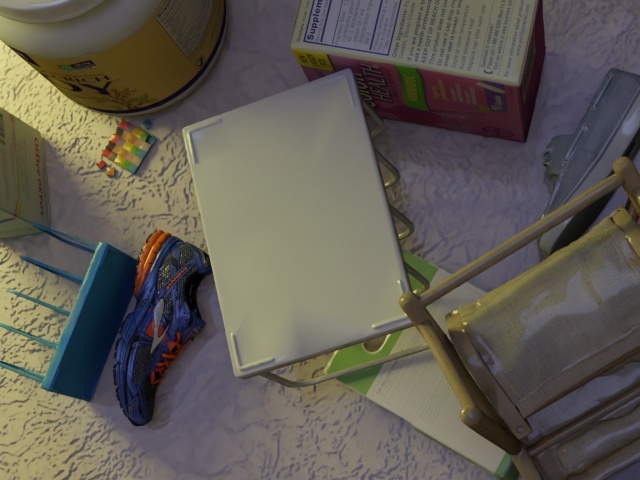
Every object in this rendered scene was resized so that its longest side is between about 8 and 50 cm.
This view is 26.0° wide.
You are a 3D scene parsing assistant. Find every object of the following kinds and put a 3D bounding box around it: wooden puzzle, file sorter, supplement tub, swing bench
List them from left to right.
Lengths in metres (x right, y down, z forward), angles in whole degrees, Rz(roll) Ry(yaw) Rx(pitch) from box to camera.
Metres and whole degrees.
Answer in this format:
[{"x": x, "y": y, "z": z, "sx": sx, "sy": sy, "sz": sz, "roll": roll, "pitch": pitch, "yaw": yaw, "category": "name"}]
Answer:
[{"x": -0.292, "y": 0.078, "z": 1.556, "sx": 0.104, "sy": 0.118, "sz": 0.170, "roll": 19, "pitch": 83, "yaw": 16, "category": "file sorter"}, {"x": -0.248, "y": -0.288, "z": 1.508, "sx": 0.241, "sy": 0.331, "sz": 0.241, "roll": -2, "pitch": 79, "yaw": 10, "category": "supplement tub"}, {"x": -0.227, "y": -0.110, "z": 1.637, "sx": 0.049, "sy": 0.006, "sz": 0.083, "roll": 30, "pitch": 85, "yaw": 14, "category": "wooden puzzle"}, {"x": 0.000, "y": 0.000, "z": 1.469, "sx": 0.192, "sy": 0.173, "sz": 0.278, "roll": -19, "pitch": 70, "yaw": 14, "category": "file sorter"}, {"x": 0.253, "y": 0.102, "z": 1.319, "sx": 0.253, "sy": 0.255, "sz": 0.165, "roll": -32, "pitch": 51, "yaw": 7, "category": "swing bench"}]

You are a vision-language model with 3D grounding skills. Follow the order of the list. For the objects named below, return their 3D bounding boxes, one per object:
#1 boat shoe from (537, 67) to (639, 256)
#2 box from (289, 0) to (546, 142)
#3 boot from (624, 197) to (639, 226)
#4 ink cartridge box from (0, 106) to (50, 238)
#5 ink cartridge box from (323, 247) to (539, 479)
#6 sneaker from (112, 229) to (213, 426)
[{"x": 0.288, "y": -0.088, "z": 1.515, "sx": 0.081, "sy": 0.079, "sz": 0.227, "roll": 30, "pitch": 80, "yaw": 23, "category": "boat shoe"}, {"x": 0.112, "y": -0.206, "z": 1.491, "sx": 0.242, "sy": 0.213, "sz": 0.117, "roll": 12, "pitch": 81, "yaw": 11, "category": "box"}, {"x": 0.406, "y": 0.072, "z": 1.438, "sx": 0.220, "sy": 0.109, "sz": 0.284, "roll": 7, "pitch": 83, "yaw": 13, "category": "boot"}, {"x": -0.379, "y": -0.080, "z": 1.572, "sx": 0.072, "sy": 0.175, "sz": 0.128, "roll": -10, "pitch": 77, "yaw": 10, "category": "ink cartridge box"}, {"x": 0.145, "y": 0.132, "z": 1.502, "sx": 0.235, "sy": 0.056, "sz": 0.171, "roll": 28, "pitch": 84, "yaw": 27, "category": "ink cartridge box"}, {"x": -0.175, "y": 0.100, "z": 1.552, "sx": 0.087, "sy": 0.083, "sz": 0.221, "roll": 11, "pitch": 83, "yaw": 6, "category": "sneaker"}]
